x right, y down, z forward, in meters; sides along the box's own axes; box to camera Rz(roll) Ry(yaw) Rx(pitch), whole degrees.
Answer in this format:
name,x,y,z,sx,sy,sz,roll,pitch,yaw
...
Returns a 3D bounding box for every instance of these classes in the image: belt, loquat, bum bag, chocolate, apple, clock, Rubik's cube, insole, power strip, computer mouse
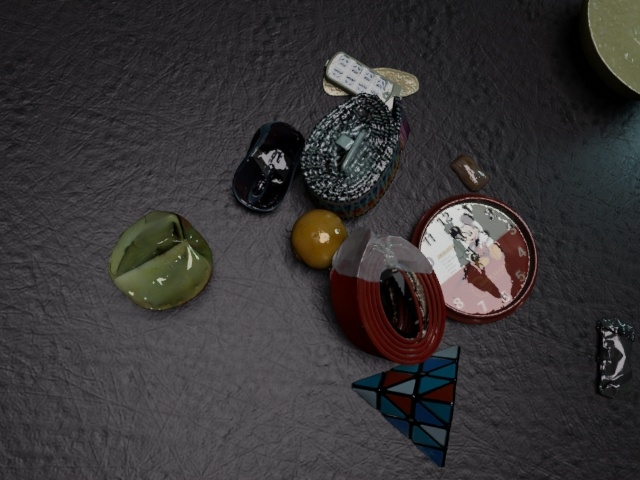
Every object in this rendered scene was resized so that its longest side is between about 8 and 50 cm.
name,x,y,z,sx,sy,sz,roll,pitch,yaw
belt,0.145,0.123,1.441,0.227,0.115,0.323,-38,111,-26
belt,0.077,-0.197,1.531,0.207,0.160,0.295,21,74,13
loquat,0.000,0.000,1.488,0.141,0.141,0.141,2,79,-9
bum bag,0.726,0.288,1.601,0.087,0.049,0.197,6,79,-3
chocolate,0.379,-0.174,1.639,0.064,0.031,0.100,-37,86,-18
apple,0.849,-0.523,1.657,0.312,0.320,0.360,-16,88,-51
clock,0.369,0.043,1.573,0.319,0.080,0.318,1,80,-4
Rubik's cube,0.274,0.309,1.471,0.284,0.250,0.234,40,57,4
apple,-0.341,0.046,1.408,0.188,0.174,0.207,-35,89,6
insole,0.128,-0.398,1.648,0.248,0.011,0.081,-4,81,-10
power strip,0.113,-0.387,1.622,0.227,0.029,0.080,29,80,-4
computer mouse,-0.113,-0.177,1.523,0.137,0.096,0.233,25,75,-5
